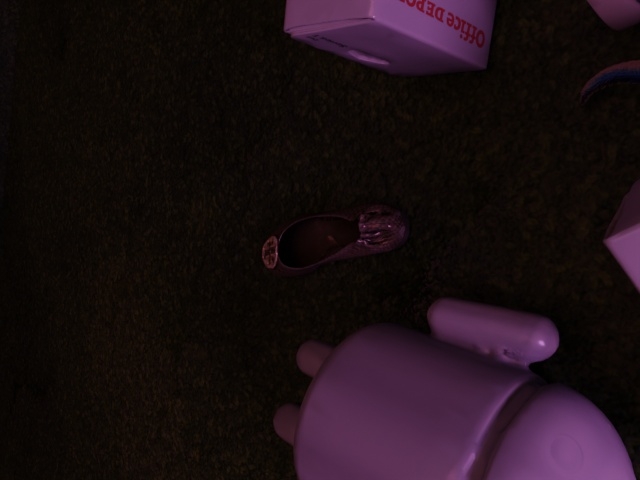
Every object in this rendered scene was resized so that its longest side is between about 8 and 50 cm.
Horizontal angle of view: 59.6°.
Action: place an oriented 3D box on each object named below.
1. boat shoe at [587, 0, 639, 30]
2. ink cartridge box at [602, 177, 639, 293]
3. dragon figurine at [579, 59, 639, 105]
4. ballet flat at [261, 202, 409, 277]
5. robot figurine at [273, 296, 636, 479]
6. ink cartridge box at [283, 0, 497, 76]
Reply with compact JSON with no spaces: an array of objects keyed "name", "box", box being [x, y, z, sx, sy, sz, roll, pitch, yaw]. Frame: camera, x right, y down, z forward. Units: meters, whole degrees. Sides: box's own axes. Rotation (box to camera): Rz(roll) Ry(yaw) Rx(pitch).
[{"name":"boat shoe","box":[0.252,-0.351,0.428,0.158,0.127,0.341,-20,76,49]},{"name":"ink cartridge box","box":[0.333,0.052,0.299,0.211,0.121,0.289,-37,85,40]},{"name":"dragon figurine","box":[0.325,-0.101,0.391,0.289,0.085,0.144,-12,82,42]},{"name":"ballet flat","box":[0.000,0.000,0.720,0.249,0.058,0.084,-10,82,43]},{"name":"robot figurine","box":[0.117,0.198,0.513,0.353,0.199,0.300,16,87,43]},{"name":"ink cartridge box","box":[0.086,-0.318,0.537,0.117,0.201,0.278,14,100,43]}]
